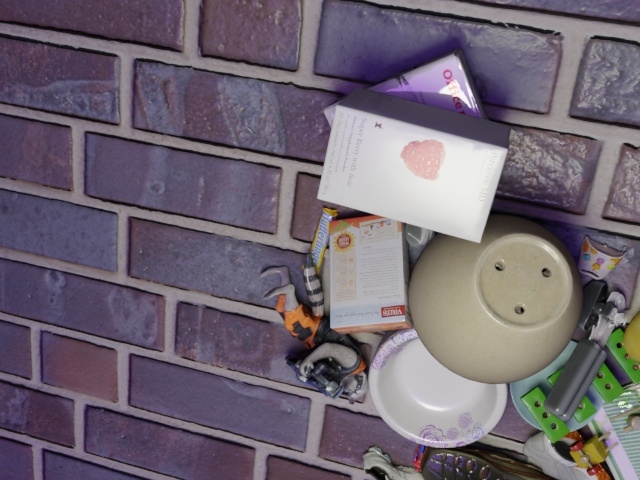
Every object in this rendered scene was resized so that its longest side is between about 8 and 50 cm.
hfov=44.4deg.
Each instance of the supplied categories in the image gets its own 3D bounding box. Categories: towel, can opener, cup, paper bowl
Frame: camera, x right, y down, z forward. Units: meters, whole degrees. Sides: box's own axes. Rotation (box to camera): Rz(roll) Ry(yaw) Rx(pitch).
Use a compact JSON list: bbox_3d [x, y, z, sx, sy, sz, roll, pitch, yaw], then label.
[{"bbox_3d":[0.725,0.382,1.580,0.325,0.038,0.247,-27,83,22],"label":"towel"},{"bbox_3d":[0.517,0.218,1.543,0.093,0.074,0.280,20,78,47],"label":"can opener"},{"bbox_3d":[0.339,0.091,1.429,0.331,0.237,0.331,0,78,-1],"label":"cup"},{"bbox_3d":[0.252,0.279,1.650,0.284,0.148,0.284,5,110,14],"label":"paper bowl"}]

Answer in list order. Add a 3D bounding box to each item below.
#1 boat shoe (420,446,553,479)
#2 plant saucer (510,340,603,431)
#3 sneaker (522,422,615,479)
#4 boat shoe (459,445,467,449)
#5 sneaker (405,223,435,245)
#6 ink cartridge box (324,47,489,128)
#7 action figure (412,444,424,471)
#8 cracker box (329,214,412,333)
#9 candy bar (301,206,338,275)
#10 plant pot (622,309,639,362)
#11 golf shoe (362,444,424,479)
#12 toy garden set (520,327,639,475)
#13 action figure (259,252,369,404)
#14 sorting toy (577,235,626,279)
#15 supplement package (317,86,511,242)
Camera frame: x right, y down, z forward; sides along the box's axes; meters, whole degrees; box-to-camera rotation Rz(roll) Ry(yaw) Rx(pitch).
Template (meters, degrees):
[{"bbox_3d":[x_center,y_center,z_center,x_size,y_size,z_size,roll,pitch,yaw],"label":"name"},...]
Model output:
[{"bbox_3d":[0.370,0.519,1.701,0.324,0.120,0.122,21,103,-4],"label":"boat shoe"},{"bbox_3d":[0.488,0.299,1.626,0.195,0.037,0.194,0,89,3],"label":"plant saucer"},{"bbox_3d":[0.550,0.486,1.682,0.262,0.099,0.121,40,143,-10],"label":"sneaker"},{"bbox_3d":[0.300,0.479,1.758,0.072,0.068,0.190,14,115,-6],"label":"boat shoe"},{"bbox_3d":[0.204,-0.065,1.595,0.054,0.061,0.152,1,91,46],"label":"sneaker"},{"bbox_3d":[0.175,-0.223,1.508,0.273,0.115,0.198,-19,104,22],"label":"ink cartridge box"},{"bbox_3d":[0.237,0.484,1.794,0.038,0.030,0.115,22,115,13],"label":"action figure"},{"bbox_3d":[0.100,0.068,1.595,0.156,0.067,0.232,-7,68,19],"label":"cracker box"},{"bbox_3d":[0.000,0.000,1.694,0.040,0.018,0.161,22,115,7],"label":"candy bar"},{"bbox_3d":[0.648,0.190,1.524,0.134,0.134,0.095,46,136,-3],"label":"plant pot"},{"bbox_3d":[0.171,0.553,1.808,0.176,0.086,0.069,29,113,3],"label":"golf shoe"},{"bbox_3d":[0.559,0.329,1.580,0.244,0.049,0.203,-35,84,0],"label":"toy garden set"},{"bbox_3d":[0.007,0.210,1.652,0.178,0.341,0.330,-38,104,-12],"label":"action figure"},{"bbox_3d":[0.545,0.043,1.544,0.083,0.045,0.075,23,133,7],"label":"sorting toy"},{"bbox_3d":[0.167,-0.139,1.380,0.293,0.175,0.177,15,113,9],"label":"supplement package"}]
